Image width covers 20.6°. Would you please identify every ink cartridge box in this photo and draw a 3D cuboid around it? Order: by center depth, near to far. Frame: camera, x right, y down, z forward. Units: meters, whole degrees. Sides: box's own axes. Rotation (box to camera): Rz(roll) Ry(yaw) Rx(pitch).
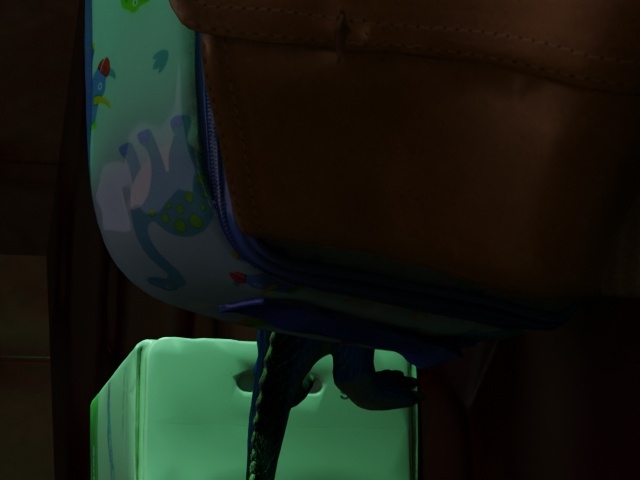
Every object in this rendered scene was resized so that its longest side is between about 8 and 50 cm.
[{"bbox_3d":[-0.045,0.118,1.014,0.212,0.154,0.093,133,138,-69],"label":"ink cartridge box"}]

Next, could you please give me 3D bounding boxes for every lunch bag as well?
[{"bbox_3d":[0.015,-0.046,0.673,0.090,0.219,0.176,-14,70,40],"label":"lunch bag"}]

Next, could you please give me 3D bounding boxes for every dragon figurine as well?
[{"bbox_3d":[0.000,0.000,0.792,0.289,0.085,0.144,-52,-48,-44],"label":"dragon figurine"}]

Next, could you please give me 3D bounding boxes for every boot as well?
[{"bbox_3d":[0.061,-0.122,0.474,0.104,0.211,0.295,-39,-44,-63],"label":"boot"}]
